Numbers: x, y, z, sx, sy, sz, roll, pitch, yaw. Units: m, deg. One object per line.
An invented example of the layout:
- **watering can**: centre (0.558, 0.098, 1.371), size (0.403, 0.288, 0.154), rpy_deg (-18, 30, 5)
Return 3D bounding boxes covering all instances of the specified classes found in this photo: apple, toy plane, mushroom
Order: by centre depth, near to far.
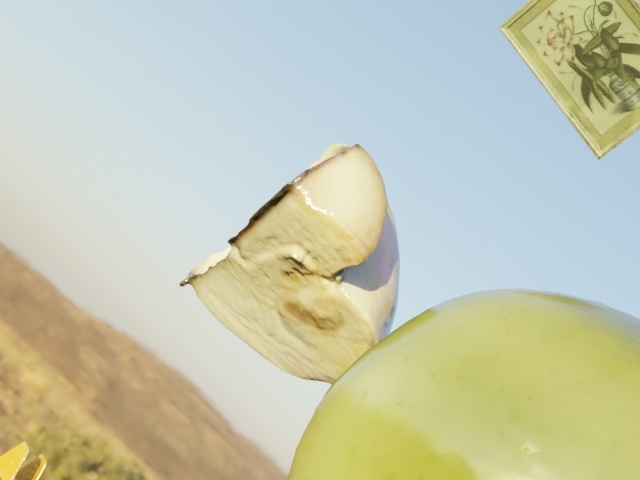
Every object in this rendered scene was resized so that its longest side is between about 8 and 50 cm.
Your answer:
- **apple**: centre (0.157, 0.205, 0.961), size (0.357, 0.357, 0.357), rpy_deg (41, -8, 7)
- **mushroom**: centre (0.022, 0.014, 1.273), size (0.173, 0.162, 0.236), rpy_deg (46, -35, -4)
- **toy plane**: centre (-0.377, 0.417, 1.824), size (0.316, 0.103, 0.204), rpy_deg (64, 4, 34)

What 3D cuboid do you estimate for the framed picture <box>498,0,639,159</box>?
- **framed picture**: centre (0.366, -0.248, 1.862), size (0.231, 0.173, 0.010), rpy_deg (53, 24, 10)
